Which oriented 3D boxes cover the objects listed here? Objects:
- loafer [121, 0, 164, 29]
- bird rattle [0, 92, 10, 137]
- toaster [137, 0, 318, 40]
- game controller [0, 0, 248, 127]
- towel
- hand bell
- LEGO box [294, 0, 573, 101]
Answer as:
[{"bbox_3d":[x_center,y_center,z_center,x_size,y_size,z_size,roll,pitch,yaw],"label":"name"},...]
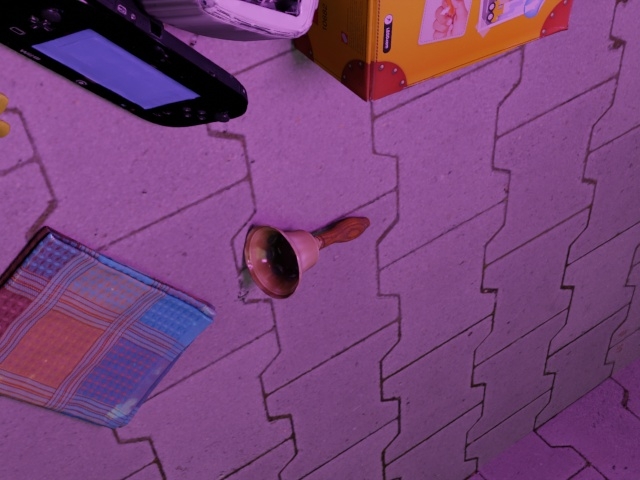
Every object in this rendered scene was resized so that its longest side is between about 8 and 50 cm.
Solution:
[{"bbox_3d":[-0.251,-0.272,0.977,0.061,0.062,0.170,-16,154,28],"label":"loafer"},{"bbox_3d":[-0.459,-0.142,0.884,0.253,0.143,0.207,-35,131,8],"label":"bird rattle"},{"bbox_3d":[-0.107,-0.305,0.972,0.227,0.146,0.129,5,97,-43],"label":"toaster"},{"bbox_3d":[-0.231,-0.207,0.973,0.166,0.067,0.319,-14,156,32],"label":"game controller"},{"bbox_3d":[-0.353,0.150,1.267,0.271,0.040,0.370,-49,141,4],"label":"towel"},{"bbox_3d":[0.000,0.000,1.423,0.242,0.126,0.126,-24,139,-44],"label":"hand bell"},{"bbox_3d":[0.163,-0.474,1.045,0.372,0.193,0.500,-24,137,-25],"label":"LEGO box"}]
